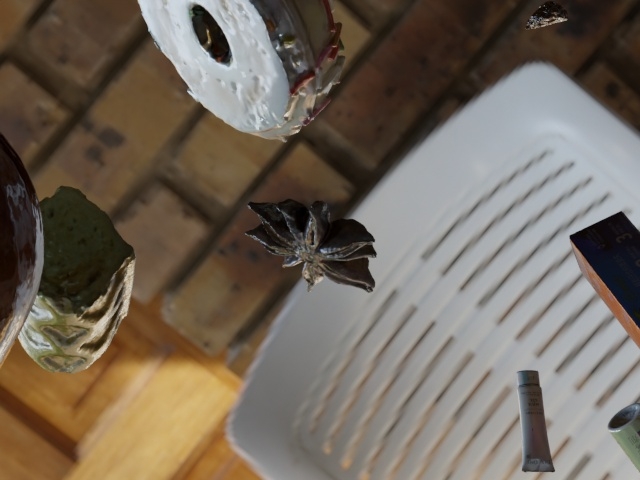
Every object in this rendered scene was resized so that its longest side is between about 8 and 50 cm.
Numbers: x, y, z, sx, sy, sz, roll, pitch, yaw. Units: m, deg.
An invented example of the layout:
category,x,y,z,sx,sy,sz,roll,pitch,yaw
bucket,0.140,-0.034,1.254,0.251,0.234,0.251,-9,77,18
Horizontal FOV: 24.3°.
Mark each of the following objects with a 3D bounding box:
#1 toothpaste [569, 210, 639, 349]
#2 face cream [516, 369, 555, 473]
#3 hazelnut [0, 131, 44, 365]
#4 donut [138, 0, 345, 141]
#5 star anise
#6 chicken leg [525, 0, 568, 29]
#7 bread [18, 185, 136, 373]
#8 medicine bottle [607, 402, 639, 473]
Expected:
category,x,y,z,sx,sy,sz,roll,pitch,yaw
toothpaste,0.377,0.076,1.680,0.076,0.066,0.320,-25,32,1
face cream,0.231,0.198,1.617,0.020,0.038,0.115,121,149,-65
hazelnut,-0.459,0.033,1.442,0.409,0.359,0.359,-23,27,52
donut,-0.113,-0.328,2.163,0.142,0.382,0.382,-37,1,-26
star anise,0.000,0.000,1.861,0.182,0.195,0.065,-19,35,55
chicken leg,0.326,-0.324,2.151,0.062,0.037,0.145,-27,4,15
bread,-0.395,0.062,2.309,0.252,0.196,0.238,105,-168,-52
medicine bottle,0.468,0.321,1.968,0.059,0.231,0.059,-37,10,7
